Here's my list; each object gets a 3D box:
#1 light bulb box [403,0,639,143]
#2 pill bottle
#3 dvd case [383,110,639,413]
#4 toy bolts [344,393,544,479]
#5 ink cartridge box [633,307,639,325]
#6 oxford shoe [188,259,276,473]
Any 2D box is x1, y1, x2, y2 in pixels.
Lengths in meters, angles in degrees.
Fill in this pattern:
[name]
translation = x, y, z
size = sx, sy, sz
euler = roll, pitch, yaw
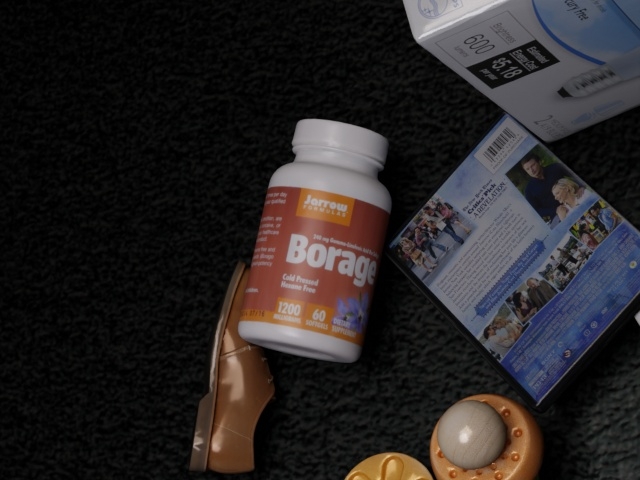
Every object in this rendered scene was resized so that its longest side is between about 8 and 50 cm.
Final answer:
[light bulb box]
translation = 0.273, -0.286, 1.694
size = 0.361, 0.358, 0.225
euler = -23, 70, 20
[pill bottle]
translation = 0.000, 0.000, 1.881
size = 0.121, 0.121, 0.216
euler = 7, 81, 26
[dvd case]
translation = 0.186, 0.016, 1.819
size = 0.180, 0.022, 0.253
euler = -49, 51, 8
[toy bolts]
translation = 0.097, 0.255, 1.730
size = 0.218, 0.158, 0.229
euler = -13, 64, 19
[ink cartridge box]
translation = 0.346, 0.091, 1.736
size = 0.088, 0.052, 0.122
euler = -37, 65, 12
[oxford shoe]
translation = -0.077, 0.125, 1.928
size = 0.076, 0.076, 0.212
euler = 9, 77, -4
